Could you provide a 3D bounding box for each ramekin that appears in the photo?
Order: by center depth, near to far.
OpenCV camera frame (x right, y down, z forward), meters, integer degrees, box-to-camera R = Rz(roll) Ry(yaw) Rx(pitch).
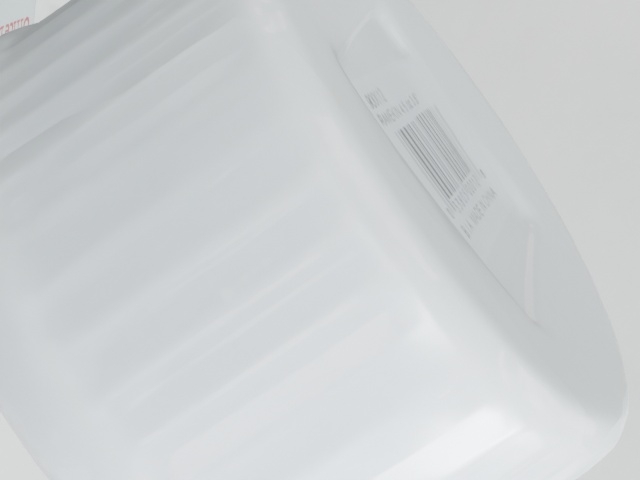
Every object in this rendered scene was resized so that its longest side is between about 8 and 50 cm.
[{"bbox_3d":[0.000,0.000,0.450,0.135,0.277,0.277,-34,-175,21],"label":"ramekin"}]

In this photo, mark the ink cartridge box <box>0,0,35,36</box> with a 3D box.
[{"bbox_3d":[-0.199,-0.184,0.620,0.127,0.072,0.175,-82,-177,-73],"label":"ink cartridge box"}]
